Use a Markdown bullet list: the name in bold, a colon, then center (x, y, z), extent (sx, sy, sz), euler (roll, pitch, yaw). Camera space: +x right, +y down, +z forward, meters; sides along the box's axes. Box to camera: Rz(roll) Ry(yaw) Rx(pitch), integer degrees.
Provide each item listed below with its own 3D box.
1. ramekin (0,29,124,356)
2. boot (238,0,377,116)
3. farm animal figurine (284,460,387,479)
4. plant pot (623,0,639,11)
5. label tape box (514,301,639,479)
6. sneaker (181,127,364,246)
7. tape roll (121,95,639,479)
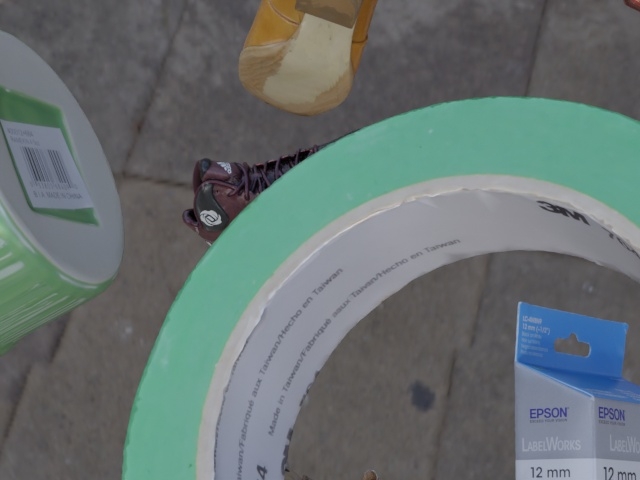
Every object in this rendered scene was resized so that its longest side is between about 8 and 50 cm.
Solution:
- **ramekin**: center (-0.312, -0.050, 1.293), extent (0.148, 0.303, 0.303), euler (-24, 57, 16)
- **boot**: center (0.018, -0.248, 1.243), extent (0.104, 0.295, 0.211), euler (22, 70, -6)
- **farm animal figurine**: center (-0.015, 0.280, 1.257), extent (0.330, 0.327, 0.172), euler (5, 61, -25)
- **plant pot**: center (0.457, -0.439, 1.852), extent (0.272, 0.272, 0.265), euler (31, 103, 16)
- **label tape box**: center (0.339, 0.253, 1.633), extent (0.115, 0.249, 0.347), euler (-7, 76, 41)
- **sneaker**: center (-0.064, -0.073, 1.750), extent (0.162, 0.281, 0.106), euler (36, 29, -29)
- **tape roll**: center (0.066, 0.094, 0.619), extent (0.321, 0.077, 0.321), euler (-11, 64, 22)
